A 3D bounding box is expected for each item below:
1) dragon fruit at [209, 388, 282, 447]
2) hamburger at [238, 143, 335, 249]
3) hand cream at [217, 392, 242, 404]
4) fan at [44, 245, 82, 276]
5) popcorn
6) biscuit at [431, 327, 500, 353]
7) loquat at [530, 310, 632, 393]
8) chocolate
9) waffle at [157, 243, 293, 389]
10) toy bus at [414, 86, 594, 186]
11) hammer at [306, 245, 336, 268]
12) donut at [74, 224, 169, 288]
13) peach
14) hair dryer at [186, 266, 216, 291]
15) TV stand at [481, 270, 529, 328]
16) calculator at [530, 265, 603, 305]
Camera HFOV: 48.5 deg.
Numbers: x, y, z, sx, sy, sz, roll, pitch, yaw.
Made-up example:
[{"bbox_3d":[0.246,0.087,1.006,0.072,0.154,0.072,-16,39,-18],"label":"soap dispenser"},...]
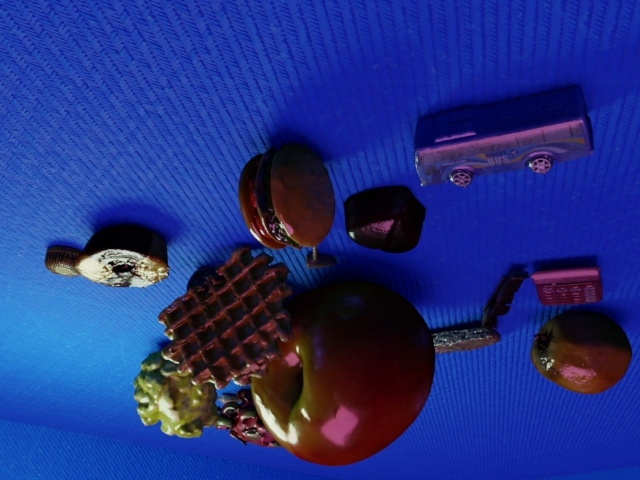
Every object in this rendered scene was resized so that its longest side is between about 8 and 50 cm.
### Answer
[{"bbox_3d":[-0.203,0.551,2.241,0.272,0.218,0.198,21,104,-21],"label":"dragon fruit"},{"bbox_3d":[-0.048,-0.061,1.056,0.115,0.162,0.162,-11,149,31],"label":"hamburger"},{"bbox_3d":[-0.261,0.531,2.367,0.165,0.037,0.057,9,153,-21],"label":"hand cream"},{"bbox_3d":[-0.490,0.056,1.469,0.155,0.039,0.082,18,149,-26],"label":"fan"},{"bbox_3d":[-0.398,0.401,1.951,0.241,0.235,0.250,1,113,-5],"label":"popcorn"},{"bbox_3d":[0.326,0.243,1.701,0.141,0.038,0.289,15,157,-40],"label":"biscuit"},{"bbox_3d":[0.565,0.245,1.549,0.234,0.176,0.187,12,135,-20],"label":"loquat"},{"bbox_3d":[0.118,-0.027,1.180,0.148,0.080,0.125,17,150,-21],"label":"chocolate"},{"bbox_3d":[-0.177,0.145,1.368,0.309,0.283,0.065,8,173,27],"label":"waffle"},{"bbox_3d":[0.239,-0.139,0.959,0.236,0.079,0.094,-8,134,22],"label":"toy bus"},{"bbox_3d":[0.000,0.000,1.309,0.060,0.028,0.195,-2,151,0],"label":"hammer"},{"bbox_3d":[-0.376,0.031,1.368,0.166,0.073,0.184,25,145,-33],"label":"donut"},{"bbox_3d":[0.057,0.257,1.444,0.388,0.388,0.388,3,153,2],"label":"peach"},{"bbox_3d":[-0.251,0.181,1.628,0.361,0.121,0.301,-14,139,41],"label":"hair dryer"},{"bbox_3d":[0.377,0.119,1.464,0.036,0.042,0.249,6,152,2],"label":"TV stand"},{"bbox_3d":[0.487,0.088,1.399,0.126,0.034,0.190,-8,156,20],"label":"calculator"}]
